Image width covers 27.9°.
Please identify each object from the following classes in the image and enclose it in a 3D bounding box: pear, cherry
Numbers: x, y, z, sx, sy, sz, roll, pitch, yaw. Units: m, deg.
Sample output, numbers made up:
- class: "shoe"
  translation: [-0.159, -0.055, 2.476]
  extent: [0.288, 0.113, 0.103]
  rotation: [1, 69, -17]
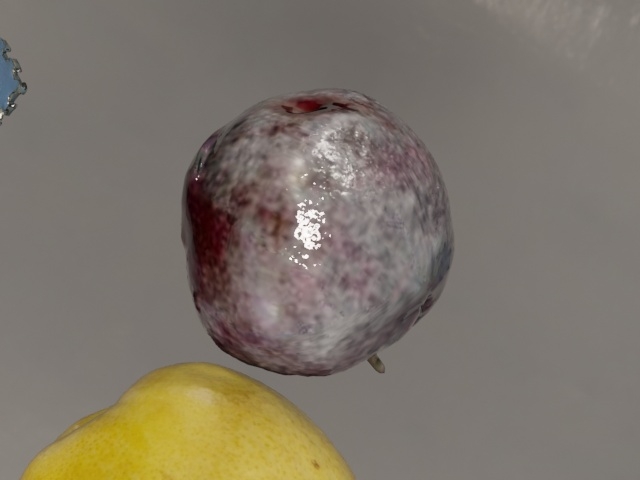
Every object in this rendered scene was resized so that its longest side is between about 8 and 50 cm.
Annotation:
- class: "pear"
  translation: [-0.105, 0.262, 1.059]
  extent: [0.314, 0.314, 0.314]
  rotation: [22, 156, 10]
- class: "cherry"
  translation: [0.000, -0.009, 0.854]
  extent: [0.195, 0.195, 0.195]
  rotation: [22, 156, 10]

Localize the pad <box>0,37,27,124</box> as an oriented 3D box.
- class: "pad"
  translation: [-0.367, -0.134, 1.043]
  extent: [0.269, 0.269, 0.012]
  rotation: [-41, 157, 24]
